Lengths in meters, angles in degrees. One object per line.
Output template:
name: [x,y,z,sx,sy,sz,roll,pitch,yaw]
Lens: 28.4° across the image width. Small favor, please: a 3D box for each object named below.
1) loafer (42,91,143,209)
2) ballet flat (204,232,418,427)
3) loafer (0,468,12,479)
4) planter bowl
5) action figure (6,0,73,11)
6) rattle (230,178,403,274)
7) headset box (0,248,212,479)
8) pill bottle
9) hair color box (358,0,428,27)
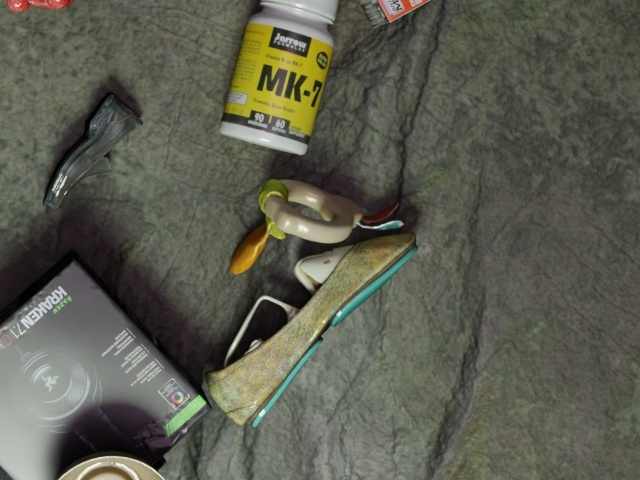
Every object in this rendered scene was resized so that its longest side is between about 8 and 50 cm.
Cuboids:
loafer: [-0.295,-0.106,1.629,0.061,0.062,0.170,35,89,-18]
ballet flat: [-0.019,0.092,1.685,0.123,0.123,0.348,44,85,-12]
loafer: [-0.534,0.275,1.606,0.303,0.109,0.095,26,128,-12]
planter bowl: [-0.254,0.323,1.519,0.162,0.109,0.162,-1,97,-11]
action figure: [-0.279,-0.383,1.592,0.280,0.091,0.139,-28,107,-9]
rattle: [0.000,0.000,1.697,0.200,0.130,0.142,7,104,-37]
headset box: [-0.312,0.199,1.617,0.246,0.131,0.283,-41,103,-5]
pill bottle: [-0.050,-0.225,1.640,0.119,0.119,0.208,14,92,-13]
hair color box: [0.140,-0.346,1.683,0.167,0.093,0.053,-31,100,-8]
